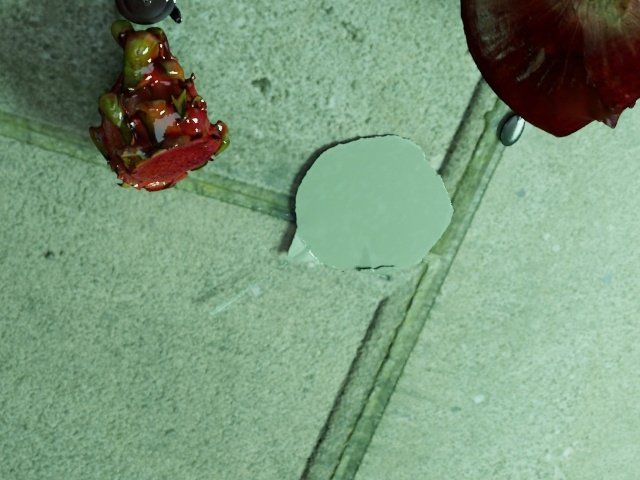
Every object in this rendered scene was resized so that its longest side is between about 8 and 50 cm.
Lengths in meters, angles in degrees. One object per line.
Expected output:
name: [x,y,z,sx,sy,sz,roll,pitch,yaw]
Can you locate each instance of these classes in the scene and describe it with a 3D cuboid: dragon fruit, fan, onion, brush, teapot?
dragon fruit: [-0.177,-0.138,1.974,0.133,0.150,0.208,-29,122,-22]
fan: [0.000,0.000,2.126,0.310,0.010,0.182,-32,116,10]
onion: [0.298,-0.279,1.838,0.341,0.341,0.341,-2,119,-3]
brush: [0.220,-0.139,2.068,0.024,0.008,0.083,19,115,-12]
teapot: [-0.185,-0.258,1.953,0.100,0.045,0.068,34,110,-21]
